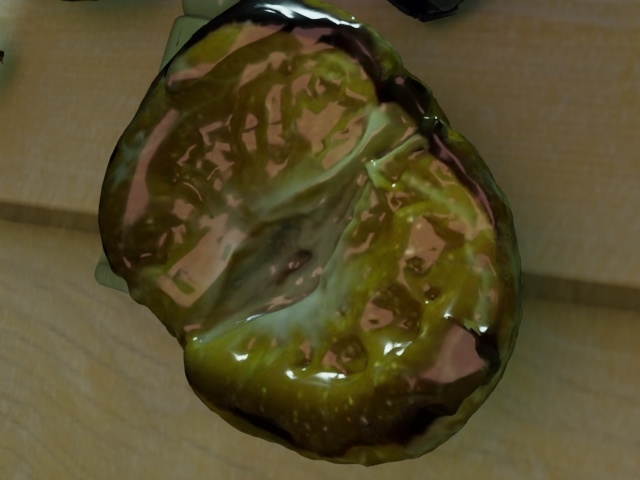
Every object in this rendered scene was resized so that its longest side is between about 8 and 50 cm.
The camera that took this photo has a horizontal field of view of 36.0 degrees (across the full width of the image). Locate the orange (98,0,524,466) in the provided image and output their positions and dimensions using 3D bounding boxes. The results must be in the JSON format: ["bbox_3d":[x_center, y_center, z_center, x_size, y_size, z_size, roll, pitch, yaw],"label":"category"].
[{"bbox_3d":[0.000,0.000,0.750,0.271,0.210,0.369,-39,69,9],"label":"orange"}]

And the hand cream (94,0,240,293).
[{"bbox_3d":[-0.109,-0.091,0.883,0.147,0.093,0.306,16,91,21],"label":"hand cream"}]

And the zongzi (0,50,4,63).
[{"bbox_3d":[-0.447,-0.176,1.053,0.197,0.099,0.195,35,98,36],"label":"zongzi"}]

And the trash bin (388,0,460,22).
[{"bbox_3d":[0.072,-0.322,0.798,0.184,0.162,0.235,-38,61,20],"label":"trash bin"}]
